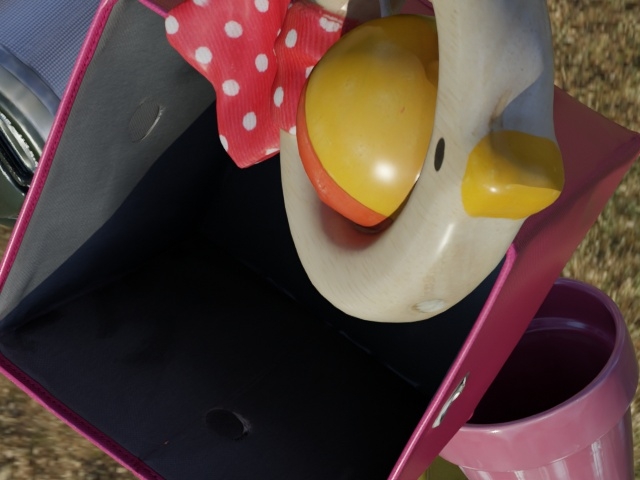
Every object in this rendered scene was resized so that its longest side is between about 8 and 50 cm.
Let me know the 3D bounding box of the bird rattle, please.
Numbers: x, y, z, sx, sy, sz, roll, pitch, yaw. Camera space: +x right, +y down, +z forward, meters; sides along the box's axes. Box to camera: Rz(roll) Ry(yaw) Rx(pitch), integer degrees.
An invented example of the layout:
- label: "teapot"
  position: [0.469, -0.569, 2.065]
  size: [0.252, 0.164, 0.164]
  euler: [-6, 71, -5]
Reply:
- label: "bird rattle"
  position: [0.017, -0.070, 0.507]
  size: [0.143, 0.253, 0.207]
  euler: [11, 62, -32]

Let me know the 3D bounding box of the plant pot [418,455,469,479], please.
- label: "plant pot"
  position: [0.077, 0.311, 1.428]
  size: [0.212, 0.212, 0.187]
  euler: [-20, 59, 27]

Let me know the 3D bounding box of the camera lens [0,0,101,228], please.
- label: "camera lens"
  position: [-0.249, -0.161, 1.257]
  size: [0.219, 0.219, 0.274]
  euler: [29, 54, 14]

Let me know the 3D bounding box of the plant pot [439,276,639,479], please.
- label: "plant pot"
  position: [0.193, 0.161, 1.175]
  size: [0.201, 0.201, 0.180]
  euler: [-22, 119, 6]

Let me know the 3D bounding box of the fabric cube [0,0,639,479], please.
- label: "fabric cube"
  position: [0.000, 0.000, 0.801]
  size: [0.259, 0.258, 0.254]
  euler: [35, 118, 14]
